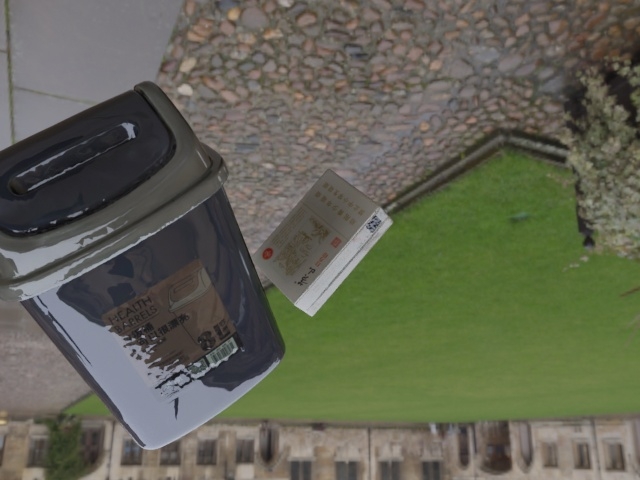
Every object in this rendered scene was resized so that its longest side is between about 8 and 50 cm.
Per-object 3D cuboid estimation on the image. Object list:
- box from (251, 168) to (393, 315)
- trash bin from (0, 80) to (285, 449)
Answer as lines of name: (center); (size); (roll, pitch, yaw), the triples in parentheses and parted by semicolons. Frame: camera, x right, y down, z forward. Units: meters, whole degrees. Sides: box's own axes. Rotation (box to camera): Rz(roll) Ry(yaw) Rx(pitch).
box: (0.000, 0.000, 1.000); (0.141, 0.201, 0.058); (39, 178, 40)
trash bin: (-0.165, 0.025, 0.570); (0.182, 0.209, 0.290); (30, 147, 52)
